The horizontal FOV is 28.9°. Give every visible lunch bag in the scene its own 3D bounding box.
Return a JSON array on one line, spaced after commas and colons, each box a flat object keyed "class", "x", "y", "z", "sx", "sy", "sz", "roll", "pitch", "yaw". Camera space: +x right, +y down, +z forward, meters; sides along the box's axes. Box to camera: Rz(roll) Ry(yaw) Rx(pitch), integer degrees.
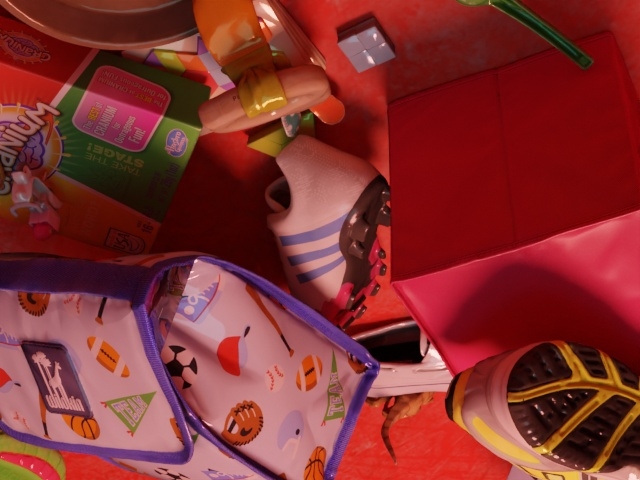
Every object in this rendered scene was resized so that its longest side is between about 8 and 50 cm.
[{"class": "lunch bag", "x": -0.184, "y": 0.134, "z": 1.356, "sx": 0.327, "sy": 0.239, "sz": 0.385, "roll": 1, "pitch": 152, "yaw": 36}]

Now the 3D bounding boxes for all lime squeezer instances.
[{"class": "lime squeezer", "x": 0.130, "y": -0.240, "z": 1.156, "sx": 0.310, "sy": 0.110, "sz": 0.059, "roll": 12, "pitch": 120, "yaw": -34}]

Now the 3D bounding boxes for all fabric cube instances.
[{"class": "fabric cube", "x": 0.228, "y": -0.008, "z": 1.278, "sx": 0.259, "sy": 0.258, "sz": 0.254, "roll": -17, "pitch": 134, "yaw": 19}]

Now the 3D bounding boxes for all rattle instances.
[{"class": "rattle", "x": -0.054, "y": -0.175, "z": 1.224, "sx": 0.130, "sy": 0.199, "sz": 0.143, "roll": -41, "pitch": 80, "yaw": 30}]

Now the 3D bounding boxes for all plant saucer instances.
[{"class": "plant saucer", "x": -0.180, "y": -0.289, "z": 1.110, "sx": 0.277, "sy": 0.041, "sz": 0.278, "roll": -6, "pitch": 139, "yaw": -5}]

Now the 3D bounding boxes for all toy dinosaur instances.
[{"class": "toy dinosaur", "x": 0.106, "y": 0.210, "z": 1.597, "sx": 0.112, "sy": 0.211, "sz": 0.064, "roll": -15, "pitch": 104, "yaw": 46}]

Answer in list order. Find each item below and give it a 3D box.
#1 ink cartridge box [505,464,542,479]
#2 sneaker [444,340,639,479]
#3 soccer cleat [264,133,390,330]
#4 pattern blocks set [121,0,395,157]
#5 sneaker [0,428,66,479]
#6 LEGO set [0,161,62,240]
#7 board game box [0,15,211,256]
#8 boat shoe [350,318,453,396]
[{"class": "ink cartridge box", "x": 0.323, "y": 0.277, "z": 1.636, "sx": 0.185, "sy": 0.065, "sz": 0.311, "roll": -31, "pitch": 146, "yaw": -32}, {"class": "sneaker", "x": 0.290, "y": 0.190, "z": 1.228, "sx": 0.384, "sy": 0.145, "sz": 0.147, "roll": 30, "pitch": 161, "yaw": -29}, {"class": "soccer cleat", "x": 0.000, "y": 0.000, "z": 1.421, "sx": 0.143, "sy": 0.116, "sz": 0.331, "roll": 34, "pitch": 149, "yaw": 15}, {"class": "pattern blocks set", "x": -0.103, "y": -0.182, "z": 1.279, "sx": 0.325, "sy": 0.026, "sz": 0.285, "roll": -31, "pitch": 127, "yaw": 29}, {"class": "sneaker", "x": -0.518, "y": 0.225, "z": 1.575, "sx": 0.202, "sy": 0.185, "sz": 0.483, "roll": 18, "pitch": 151, "yaw": 35}, {"class": "LEGO set", "x": -0.423, "y": -0.015, "z": 1.311, "sx": 0.287, "sy": 0.107, "sz": 0.132, "roll": -13, "pitch": 136, "yaw": 24}, {"class": "board game box", "x": -0.300, "y": -0.113, "z": 1.308, "sx": 0.316, "sy": 0.064, "sz": 0.242, "roll": 17, "pitch": 140, "yaw": -11}, {"class": "boat shoe", "x": 0.147, "y": 0.137, "z": 1.548, "sx": 0.258, "sy": 0.095, "sz": 0.084, "roll": -16, "pitch": 137, "yaw": 17}]
